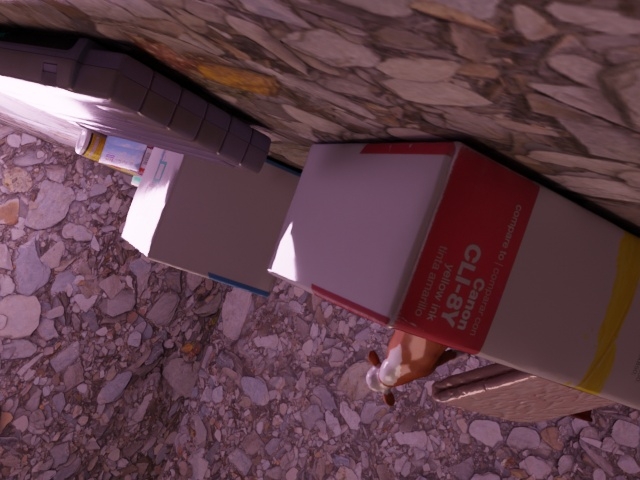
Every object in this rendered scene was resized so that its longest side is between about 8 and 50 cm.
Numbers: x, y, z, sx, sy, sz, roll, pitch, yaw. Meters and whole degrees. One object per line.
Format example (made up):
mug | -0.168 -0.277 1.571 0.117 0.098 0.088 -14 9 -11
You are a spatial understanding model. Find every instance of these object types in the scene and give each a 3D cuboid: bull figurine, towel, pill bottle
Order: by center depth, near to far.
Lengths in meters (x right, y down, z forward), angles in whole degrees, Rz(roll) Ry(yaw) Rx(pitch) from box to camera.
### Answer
bull figurine | 0.190 0.164 1.145 0.188 0.310 0.101 -15 -130 -30
towel | 0.412 0.256 1.156 0.316 0.054 0.331 -27 144 34
pill bottle | -0.496 -0.210 1.501 0.116 0.065 0.065 21 177 -36

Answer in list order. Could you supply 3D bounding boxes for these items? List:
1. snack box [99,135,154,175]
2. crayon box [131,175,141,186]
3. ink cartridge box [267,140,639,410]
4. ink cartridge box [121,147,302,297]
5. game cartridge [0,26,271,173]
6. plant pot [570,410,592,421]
snack box | -0.353 -0.160 1.447 0.174 0.070 0.207 16 178 43
crayon box | -0.353 -0.137 1.773 0.278 0.081 0.165 18 177 26
ink cartridge box | 0.179 0.041 0.689 0.384 0.161 0.279 21 177 -26
ink cartridge box | -0.179 -0.049 1.052 0.198 0.197 0.270 21 177 -25
game cartridge | -0.255 -0.167 0.750 0.355 0.068 0.230 18 173 35
plant pot | 0.639 0.312 1.763 0.272 0.265 0.272 20 177 1
